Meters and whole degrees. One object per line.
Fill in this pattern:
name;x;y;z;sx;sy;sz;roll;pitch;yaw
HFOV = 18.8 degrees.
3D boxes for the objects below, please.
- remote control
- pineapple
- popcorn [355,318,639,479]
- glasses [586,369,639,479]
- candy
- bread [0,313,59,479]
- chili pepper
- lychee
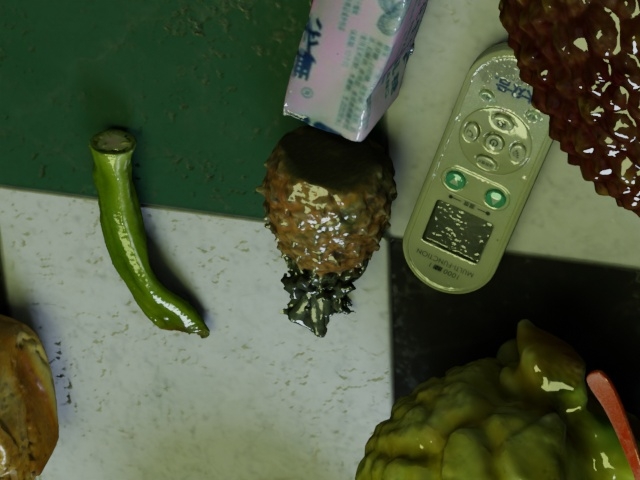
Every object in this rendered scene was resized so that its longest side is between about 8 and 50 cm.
remote control;0.124;-0.054;1.459;0.078;0.042;0.221;24;126;6
pineapple;0.000;0.000;1.511;0.108;0.108;0.198;19;138;10
popcorn;0.147;0.202;1.479;0.224;0.258;0.270;18;130;32
glasses;0.313;0.169;1.403;0.118;0.234;0.268;4;123;47
candy;0.033;-0.161;1.401;0.073;0.092;0.160;26;127;12
bread;-0.379;0.135;1.716;0.294;0.132;0.167;1;120;20
chili pepper;-0.149;0.003;1.601;0.052;0.050;0.202;23;138;54
lychee;0.228;-0.150;1.234;0.236;0.236;0.271;-9;82;26
